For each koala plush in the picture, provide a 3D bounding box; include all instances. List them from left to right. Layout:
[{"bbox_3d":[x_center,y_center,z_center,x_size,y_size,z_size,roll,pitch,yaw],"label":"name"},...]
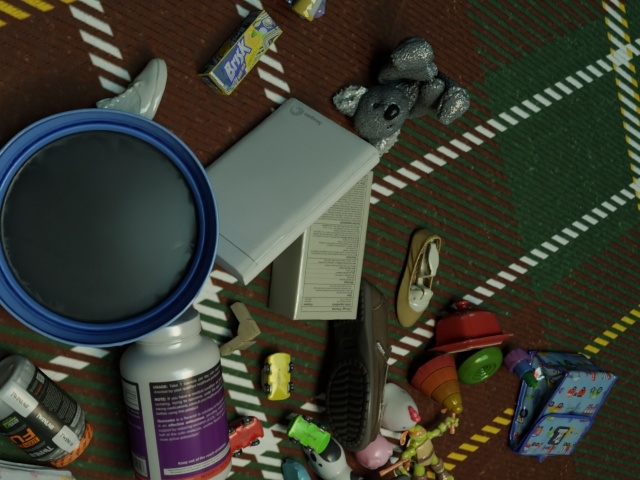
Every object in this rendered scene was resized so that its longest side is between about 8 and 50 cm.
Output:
[{"bbox_3d":[0.154,-0.291,1.691,0.221,0.203,0.196,-42,112,3],"label":"koala plush"}]

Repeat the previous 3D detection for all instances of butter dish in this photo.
[{"bbox_3d":[0.344,0.199,1.918,0.160,0.160,0.118,-4,78,-33],"label":"butter dish"}]

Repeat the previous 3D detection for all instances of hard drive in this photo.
[{"bbox_3d":[-0.093,-0.103,1.509,0.353,0.233,0.047,-43,150,-20],"label":"hard drive"}]

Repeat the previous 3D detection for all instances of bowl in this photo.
[{"bbox_3d":[-0.365,-0.021,1.349,0.391,0.077,0.391,0,92,-12],"label":"bowl"}]

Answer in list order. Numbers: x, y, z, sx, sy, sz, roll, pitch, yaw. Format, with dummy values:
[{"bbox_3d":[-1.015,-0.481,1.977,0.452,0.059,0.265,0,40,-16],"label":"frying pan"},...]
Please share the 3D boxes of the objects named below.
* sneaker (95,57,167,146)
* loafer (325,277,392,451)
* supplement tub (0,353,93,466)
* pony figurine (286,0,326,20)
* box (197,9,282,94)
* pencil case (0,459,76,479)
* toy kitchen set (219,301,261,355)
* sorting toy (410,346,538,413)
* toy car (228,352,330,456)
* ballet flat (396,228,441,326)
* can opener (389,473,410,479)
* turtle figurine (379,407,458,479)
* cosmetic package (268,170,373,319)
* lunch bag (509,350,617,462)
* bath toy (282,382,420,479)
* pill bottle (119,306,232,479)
[{"bbox_3d":[-0.340,-0.231,1.411,0.094,0.080,0.212,25,85,-23],"label":"sneaker"},{"bbox_3d":[0.103,0.263,1.730,0.130,0.134,0.365,11,80,-42],"label":"loafer"},{"bbox_3d":[-0.483,0.292,1.377,0.117,0.117,0.190,-48,120,-18],"label":"supplement tub"},{"bbox_3d":[0.013,-0.599,1.489,0.351,0.303,0.363,30,97,-25],"label":"pony figurine"},{"bbox_3d":[-0.151,-0.352,1.524,0.059,0.054,0.169,46,73,-31],"label":"box"},{"bbox_3d":[-0.550,0.417,1.358,0.273,0.113,0.124,29,68,-34],"label":"pencil case"},{"bbox_3d":[-0.167,0.178,1.628,0.083,0.075,0.068,-36,164,12],"label":"toy kitchen set"},{"bbox_3d":[0.391,0.342,1.944,0.366,0.126,0.127,-2,135,-34],"label":"sorting toy"},{"bbox_3d":[-0.080,0.373,1.688,0.225,0.053,0.239,36,78,-23],"label":"toy car"},{"bbox_3d":[0.226,0.089,1.845,0.080,0.073,0.232,4,96,-34],"label":"ballet flat"},{"bbox_3d":[0.093,0.586,1.726,0.283,0.095,0.076,-22,79,-25],"label":"can opener"},{"bbox_3d":[0.233,0.514,1.919,0.269,0.087,0.217,-37,125,-33],"label":"turtle figurine"},{"bbox_3d":[0.000,0.000,1.654,0.160,0.113,0.309,4,97,-34],"label":"cosmetic package"},{"bbox_3d":[0.622,0.454,2.166,0.221,0.138,0.293,8,106,-36],"label":"lunch bag"},{"bbox_3d":[0.090,0.456,1.788,0.348,0.129,0.151,-35,116,-25],"label":"bath toy"},{"bbox_3d":[-0.265,0.291,1.485,0.182,0.181,0.322,-12,105,-32],"label":"pill bottle"}]
